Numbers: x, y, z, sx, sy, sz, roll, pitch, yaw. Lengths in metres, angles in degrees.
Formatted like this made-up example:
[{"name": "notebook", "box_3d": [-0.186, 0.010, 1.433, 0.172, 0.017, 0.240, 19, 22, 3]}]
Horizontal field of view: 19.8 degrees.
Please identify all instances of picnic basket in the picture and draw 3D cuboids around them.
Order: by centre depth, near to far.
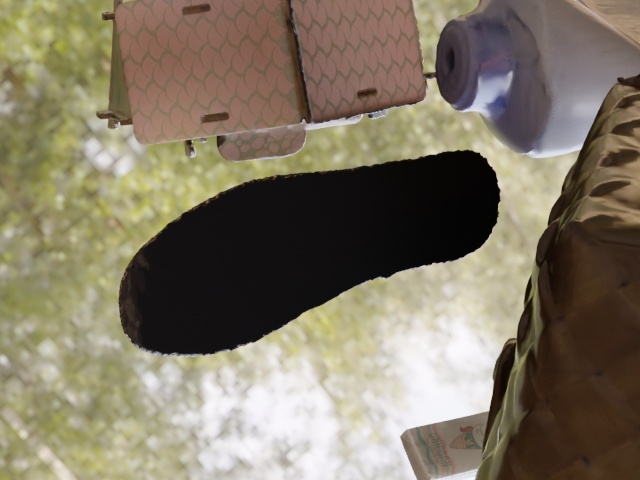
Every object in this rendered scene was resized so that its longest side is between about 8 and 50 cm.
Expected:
[{"name": "picnic basket", "box_3d": [0.205, 0.102, 0.886, 0.254, 0.321, 0.291, 11, -157, 12]}]

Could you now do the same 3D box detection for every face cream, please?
[{"name": "face cream", "box_3d": [0.291, -0.147, 1.379, 0.420, 0.137, 0.235, -7, -153, -15]}]

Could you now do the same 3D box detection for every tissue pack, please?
[{"name": "tissue pack", "box_3d": [0.129, 0.188, 1.666, 0.023, 0.108, 0.056, -52, -125, 50]}]

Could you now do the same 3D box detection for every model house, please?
[{"name": "model house", "box_3d": [-0.032, -0.158, 1.655, 0.326, 0.169, 0.244, -8, -176, -13]}]

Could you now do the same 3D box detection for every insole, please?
[{"name": "insole", "box_3d": [0.000, 0.000, 0.915, 0.232, 0.080, 0.003, -18, -163, -31]}]
